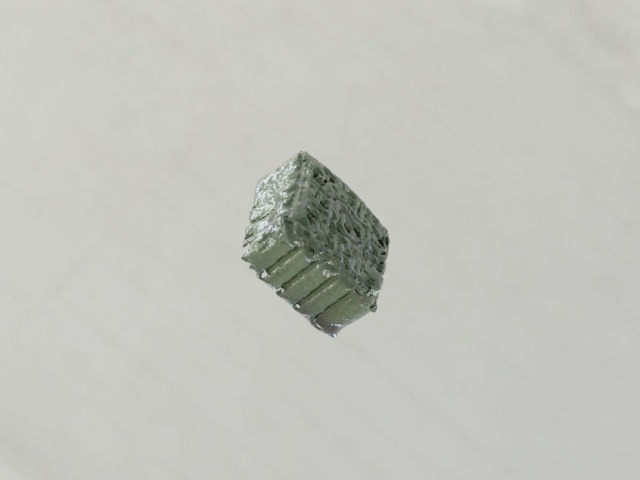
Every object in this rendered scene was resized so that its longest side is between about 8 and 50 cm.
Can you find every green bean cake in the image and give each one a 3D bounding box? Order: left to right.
[{"bbox_3d":[0.000,0.000,2.027,0.173,0.094,0.181,44,-149,-20],"label":"green bean cake"}]
